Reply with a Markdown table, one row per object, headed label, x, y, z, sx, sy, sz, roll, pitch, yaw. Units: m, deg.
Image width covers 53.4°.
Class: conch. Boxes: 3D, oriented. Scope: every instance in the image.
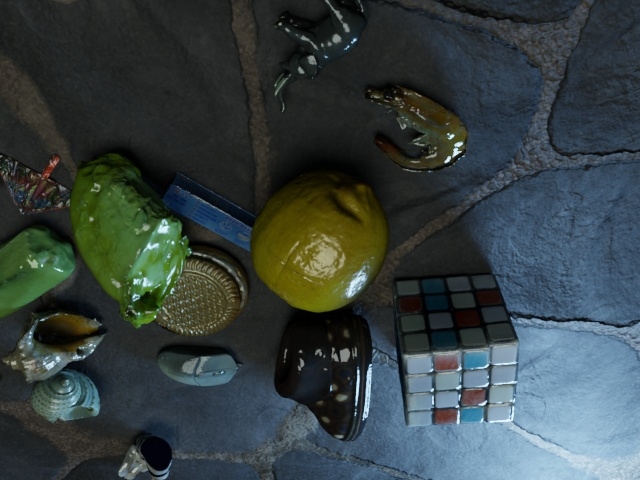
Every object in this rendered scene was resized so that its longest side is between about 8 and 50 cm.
| label | x | y | z | sx | sy | sz | roll | pitch | yaw |
| --- | --- | --- | --- | --- | --- | --- | --- | --- | --- |
| conch | -0.684 | 0.411 | 1.700 | 0.172 | 0.131 | 0.200 | 3 | 158 | -32 |
| conch | -0.658 | 0.247 | 1.578 | 0.245 | 0.163 | 0.178 | -10 | 147 | -27 |

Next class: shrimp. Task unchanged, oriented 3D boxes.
| label | x | y | z | sx | sy | sz | roll | pitch | yaw |
| --- | --- | --- | --- | --- | --- | --- | --- | --- | --- |
| shrimp | 0.184 | -0.221 | 1.301 | 0.253 | 0.058 | 0.173 | 20 | 131 | -14 |

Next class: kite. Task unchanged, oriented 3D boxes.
| label | x | y | z | sx | sy | sz | roll | pitch | yaw |
| --- | --- | --- | --- | --- | --- | --- | --- | --- | --- |
| kite | -0.620 | -0.118 | 1.410 | 0.232 | 0.009 | 0.189 | 31 | 118 | -20 |

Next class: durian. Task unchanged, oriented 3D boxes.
| label | x | y | z | sx | sy | sz | roll | pitch | yaw |
| --- | --- | --- | --- | --- | --- | --- | --- | --- | --- |
| durian | -0.403 | -0.019 | 1.346 | 0.340 | 0.204 | 0.256 | 48 | 127 | 15 |

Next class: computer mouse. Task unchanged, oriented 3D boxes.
| label | x | y | z | sx | sy | sz | roll | pitch | yaw |
| --- | --- | --- | --- | --- | --- | --- | --- | --- | --- |
| computer mouse | -0.322 | 0.337 | 1.676 | 0.229 | 0.068 | 0.113 | 5 | 126 | -2 |

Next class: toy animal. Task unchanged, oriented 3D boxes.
| label | x | y | z | sx | sy | sz | roll | pitch | yaw |
| --- | --- | --- | --- | --- | --- | --- | --- | --- | --- |
| toy animal | -0.026 | -0.368 | 1.184 | 0.269 | 0.082 | 0.137 | -39 | 114 | 23 |

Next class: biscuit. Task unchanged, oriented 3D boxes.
| label | x | y | z | sx | sy | sz | roll | pitch | yaw |
| --- | --- | --- | --- | --- | --- | --- | --- | --- | --- |
| biscuit | -0.301 | 0.125 | 1.525 | 0.259 | 0.079 | 0.259 | 0 | 124 | 1 |

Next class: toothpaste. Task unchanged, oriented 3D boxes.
| label | x | y | z | sx | sy | sz | roll | pitch | yaw |
| --- | --- | --- | --- | --- | --- | --- | --- | --- | --- |
| toothpaste | -0.219 | -0.053 | 1.422 | 0.272 | 0.053 | 0.066 | 29 | 124 | -18 |

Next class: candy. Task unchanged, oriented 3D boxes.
| label | x | y | z | sx | sy | sz | roll | pitch | yaw |
| --- | --- | --- | --- | --- | --- | --- | --- | --- | --- |
| candy | -0.730 | 0.088 | 1.491 | 0.343 | 0.132 | 0.142 | -28 | 162 | 21 |

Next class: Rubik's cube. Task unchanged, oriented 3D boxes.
| label | x | y | z | sx | sy | sz | roll | pitch | yaw |
| --- | --- | --- | --- | --- | --- | --- | --- | --- | --- |
| Rubik's cube | 0.308 | 0.256 | 1.494 | 0.253 | 0.256 | 0.259 | -6 | 125 | 5 |

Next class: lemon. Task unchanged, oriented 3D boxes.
| label | x | y | z | sx | sy | sz | roll | pitch | yaw |
| --- | --- | --- | --- | --- | --- | --- | --- | --- | --- |
| lemon | 0.000 | -0.001 | 1.315 | 0.297 | 0.297 | 0.297 | 1 | 124 | 1 |

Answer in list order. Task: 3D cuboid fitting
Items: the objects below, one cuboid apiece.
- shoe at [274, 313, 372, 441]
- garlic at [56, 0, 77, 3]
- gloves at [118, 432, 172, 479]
| label | x | y | z | sx | sy | sz | roll | pitch | yaw |
| --- | --- | --- | --- | --- | --- | --- | --- | --- | --- |
| shoe | 0.001 | 0.360 | 1.620 | 0.237 | 0.171 | 0.384 | -2 | 123 | -6 |
| garlic | -0.485 | -0.482 | 1.042 | 0.218 | 0.212 | 0.219 | 4 | 124 | 6 |
| gloves | -0.505 | 0.642 | 1.869 | 0.140 | 0.131 | 0.218 | 23 | 152 | -16 |
